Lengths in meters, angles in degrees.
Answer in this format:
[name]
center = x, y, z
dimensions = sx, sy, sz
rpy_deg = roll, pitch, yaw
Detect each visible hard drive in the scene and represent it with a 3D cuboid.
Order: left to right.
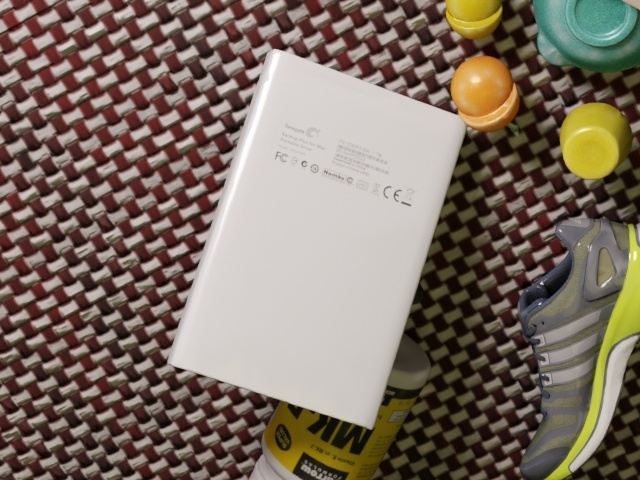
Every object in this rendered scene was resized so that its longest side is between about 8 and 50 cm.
[hard drive]
center = 0.000, 0.000, 1.762
dimensions = 0.203, 0.040, 0.307
rpy_deg = 19, 84, -14

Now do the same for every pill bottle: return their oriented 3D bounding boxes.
[pill bottle]
center = 0.014, 0.184, 1.882
dimensions = 0.119, 0.119, 0.208
rpy_deg = 22, 111, -15

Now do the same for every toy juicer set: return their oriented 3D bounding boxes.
[toy juicer set]
center = 0.228, -0.232, 1.737
dimensions = 0.209, 0.089, 0.329
rpy_deg = 19, 111, 7

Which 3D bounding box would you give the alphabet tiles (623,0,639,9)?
[alphabet tiles]
center = 0.301, -0.305, 1.568
dimensions = 0.278, 0.021, 0.284
rpy_deg = 28, 138, -2

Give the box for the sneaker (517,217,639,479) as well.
[sneaker]
center = 0.247, 0.105, 1.887
dimensions = 0.121, 0.111, 0.300
rpy_deg = 17, 107, -2

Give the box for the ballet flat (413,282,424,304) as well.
[ballet flat]
center = 0.021, 0.001, 1.822
dimensions = 0.203, 0.074, 0.074
rpy_deg = 23, 111, -13
